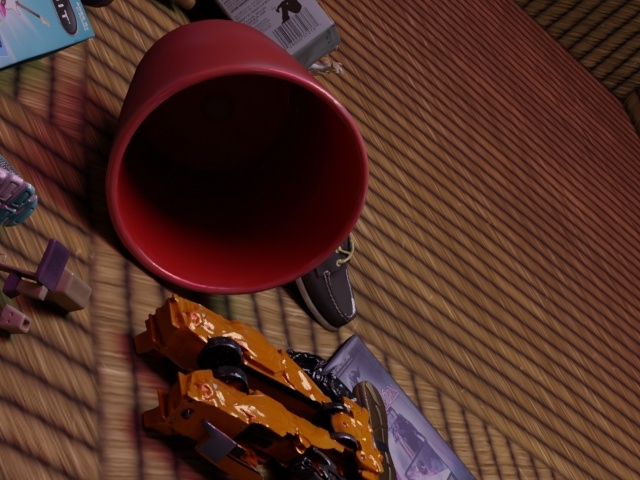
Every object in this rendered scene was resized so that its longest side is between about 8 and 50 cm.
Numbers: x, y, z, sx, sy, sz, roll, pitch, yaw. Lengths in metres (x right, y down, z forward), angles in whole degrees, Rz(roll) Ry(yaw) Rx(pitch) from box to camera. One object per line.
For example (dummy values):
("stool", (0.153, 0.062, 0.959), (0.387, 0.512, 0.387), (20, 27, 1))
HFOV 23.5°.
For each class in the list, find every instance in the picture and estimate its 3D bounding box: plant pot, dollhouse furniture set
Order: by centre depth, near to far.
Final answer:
("dollhouse furniture set", (-0.272, 0.048, 1.412), (0.081, 0.091, 0.114), (15, -16, 19))
("plant pot", (-0.104, -0.111, 1.690), (0.275, 0.275, 0.243), (39, 14, -26))

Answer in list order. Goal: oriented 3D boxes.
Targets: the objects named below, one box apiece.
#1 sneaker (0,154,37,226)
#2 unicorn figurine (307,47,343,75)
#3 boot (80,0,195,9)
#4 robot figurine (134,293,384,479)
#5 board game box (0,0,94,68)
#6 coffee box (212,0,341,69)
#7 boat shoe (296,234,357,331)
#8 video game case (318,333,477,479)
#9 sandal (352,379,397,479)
("sneaker", (-0.340, -0.077, 1.432), (0.166, 0.065, 0.076), (42, 7, -30))
("unicorn figurine", (-0.038, -0.302, 2.345), (0.060, 0.111, 0.162), (-55, 133, -34))
("boot", (-0.262, -0.362, 2.031), (0.264, 0.096, 0.280), (55, 13, 31))
("robot figurine", (-0.050, 0.175, 1.539), (0.291, 0.085, 0.211), (34, 27, -34))
("board game box", (-0.373, -0.289, 1.557), (0.253, 0.079, 0.336), (68, 20, -9))
("coffee box", (-0.108, -0.380, 2.213), (0.297, 0.119, 0.168), (53, 2, 5))
("boat shoe", (0.000, 0.000, 1.861), (0.227, 0.069, 0.081), (68, 24, -9))
("video game case", (0.096, 0.247, 1.792), (0.274, 0.026, 0.196), (51, 21, -1))
("sandal", (0.048, 0.240, 1.663), (0.072, 0.049, 0.180), (40, 38, -59))
